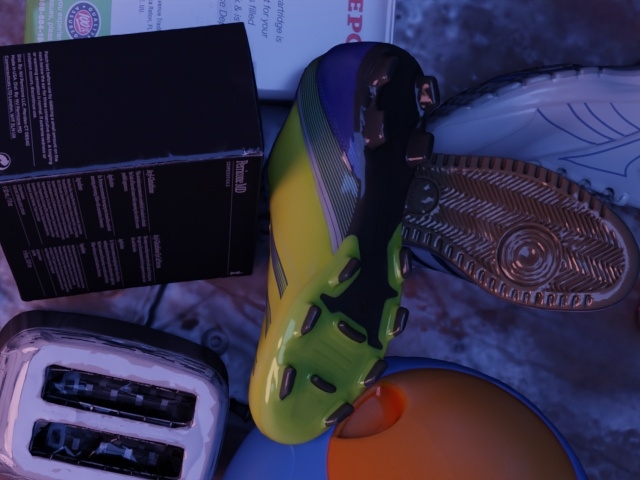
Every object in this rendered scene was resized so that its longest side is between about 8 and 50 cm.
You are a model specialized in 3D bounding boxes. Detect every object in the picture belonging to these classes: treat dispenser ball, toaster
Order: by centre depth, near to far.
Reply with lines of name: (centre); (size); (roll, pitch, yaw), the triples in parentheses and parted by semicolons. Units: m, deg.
treat dispenser ball: (0.061, 0.228, 1.092); (0.288, 0.288, 0.288); (0, 91, -7)
toaster: (-0.154, 0.130, 1.137); (0.227, 0.146, 0.129); (14, 90, -7)

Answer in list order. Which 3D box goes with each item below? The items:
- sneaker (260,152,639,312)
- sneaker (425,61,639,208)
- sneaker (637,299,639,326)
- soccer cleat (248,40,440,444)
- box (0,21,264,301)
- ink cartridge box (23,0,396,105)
sneaker: (0.104, -0.005, 1.142); (0.282, 0.153, 0.099); (16, 81, 15)
sneaker: (0.225, -0.081, 1.201); (0.297, 0.111, 0.129); (-7, 97, -6)
sneaker: (0.312, 0.034, 1.245); (0.057, 0.047, 0.119); (38, 88, -17)
soccer cleat: (0.001, 0.000, 1.041); (0.093, 0.121, 0.289); (26, 73, -40)
box: (-0.139, -0.047, 1.071); (0.184, 0.261, 0.103); (-4, 72, -6)
ink cartridge box: (-0.083, -0.206, 1.155); (0.272, 0.115, 0.198); (3, 91, -6)
